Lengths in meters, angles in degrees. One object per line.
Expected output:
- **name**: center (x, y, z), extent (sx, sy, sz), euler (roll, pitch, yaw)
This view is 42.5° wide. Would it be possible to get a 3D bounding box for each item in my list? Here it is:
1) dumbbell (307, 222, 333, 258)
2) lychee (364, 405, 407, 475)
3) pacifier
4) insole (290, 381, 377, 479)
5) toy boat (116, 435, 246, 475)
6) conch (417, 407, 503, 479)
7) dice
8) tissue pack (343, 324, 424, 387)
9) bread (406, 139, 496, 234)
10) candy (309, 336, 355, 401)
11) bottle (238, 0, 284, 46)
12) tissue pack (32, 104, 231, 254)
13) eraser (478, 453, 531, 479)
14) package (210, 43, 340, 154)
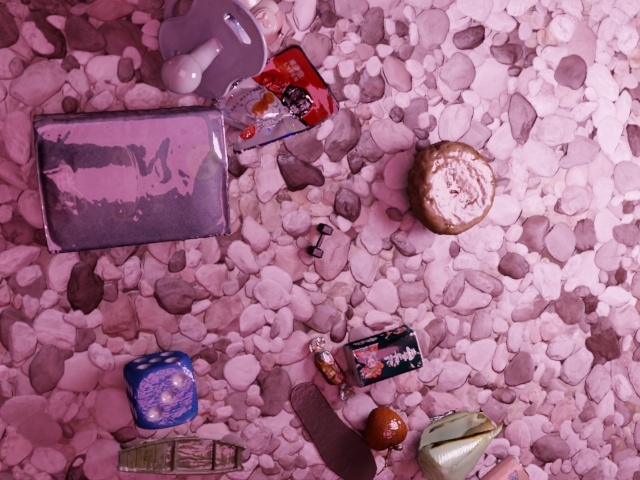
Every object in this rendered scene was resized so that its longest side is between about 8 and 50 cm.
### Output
- **dumbbell**: center (0.000, 0.000, 1.951), extent (0.040, 0.036, 0.083), euler (23, 89, -16)
- **lychee**: center (0.156, 0.478, 2.014), extent (0.114, 0.101, 0.140), euler (-10, 98, -25)
- **pacifier**: center (-0.255, -0.390, 1.696), extent (0.238, 0.287, 0.226), euler (52, 44, -22)
- **insole**: center (0.031, 0.482, 2.028), extent (0.111, 0.007, 0.328), euler (-38, 105, -11)
- **toy boat**: center (-0.320, 0.495, 1.898), extent (0.293, 0.055, 0.093), euler (4, 95, -18)
- **conch**: center (0.337, 0.505, 2.066), extent (0.250, 0.143, 0.137), euler (-51, 149, -19)
- **dice**: center (-0.352, 0.332, 1.826), extent (0.146, 0.143, 0.146), euler (-11, 98, -19)
- **tissue pack**: center (0.154, 0.279, 1.999), extent (0.170, 0.090, 0.103), euler (-17, 98, -15)
- **bread**: center (0.310, -0.127, 1.988), extent (0.230, 0.123, 0.230), euler (0, 90, -17)
- **candy**: center (0.029, 0.316, 1.989), extent (0.053, 0.046, 0.182), euler (-35, 102, -12)
- **bottle**: center (-0.175, -0.520, 1.788), extent (0.147, 0.147, 0.236), euler (-43, 108, -8)
- **tissue pack**: center (-0.399, -0.135, 1.763), extent (0.394, 0.124, 0.288), euler (-6, 105, -17)
- **eraser**: center (0.426, 0.704, 2.128), extent (0.290, 0.087, 0.171), euler (-37, 104, -11)
- **package**: center (-0.112, -0.310, 1.873), extent (0.269, 0.071, 0.194), euler (-34, 98, -18)
